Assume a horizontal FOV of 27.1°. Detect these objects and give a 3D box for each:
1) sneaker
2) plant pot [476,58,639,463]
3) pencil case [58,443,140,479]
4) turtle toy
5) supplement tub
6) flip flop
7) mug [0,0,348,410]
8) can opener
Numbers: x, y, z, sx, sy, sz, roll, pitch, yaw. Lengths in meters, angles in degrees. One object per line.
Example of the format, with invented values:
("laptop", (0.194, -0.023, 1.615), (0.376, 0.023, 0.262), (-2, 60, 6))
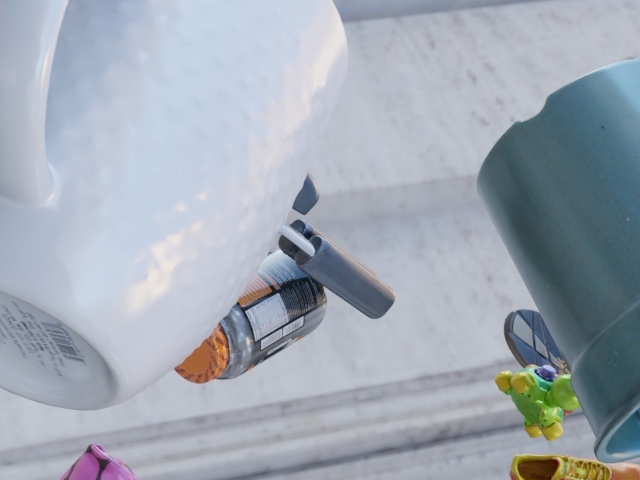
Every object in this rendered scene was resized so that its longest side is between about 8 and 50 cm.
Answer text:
("sneaker", (0.326, 0.302, 1.680), (0.067, 0.175, 0.064), (68, 23, -59))
("plant pot", (0.355, 0.008, 1.427), (0.334, 0.341, 0.341), (60, -21, 23))
("pencil case", (-0.338, 0.365, 1.758), (0.098, 0.209, 0.095), (36, -11, 41))
("turtle toy", (0.276, 0.191, 1.624), (0.095, 0.066, 0.130), (57, -16, -5))
("supplement tub", (-0.091, 0.089, 1.551), (0.117, 0.190, 0.117), (18, -60, 35))
("flip flop", (0.404, 0.217, 2.320), (0.080, 0.277, 0.112), (-13, -128, 45))
("mug", (-0.158, -0.081, 0.954), (0.374, 0.276, 0.328), (89, 20, -56))
("can opener", (0.000, 0.000, 1.487), (0.280, 0.093, 0.074), (43, 3, -45))
